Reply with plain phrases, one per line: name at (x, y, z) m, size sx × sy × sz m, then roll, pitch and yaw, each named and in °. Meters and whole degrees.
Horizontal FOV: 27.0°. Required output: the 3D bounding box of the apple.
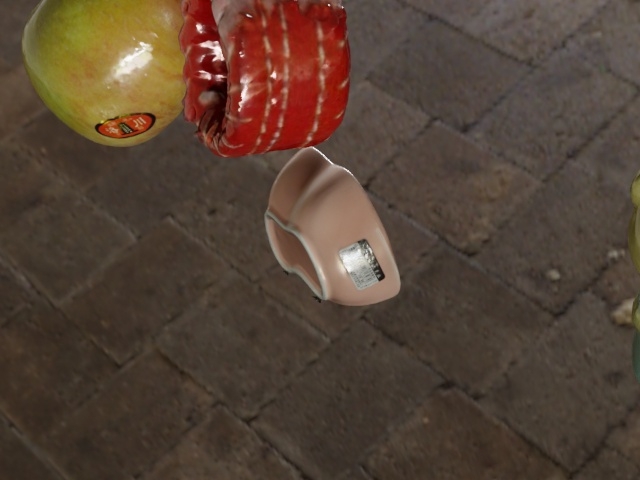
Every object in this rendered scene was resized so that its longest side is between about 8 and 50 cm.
apple at (-0.213, -0.228, 1.463) m, size 0.261 × 0.194 × 0.261 m, roll -51°, pitch 14°, yaw 18°

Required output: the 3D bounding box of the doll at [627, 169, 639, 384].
doll at (0.366, 0.036, 1.208) m, size 0.177 × 0.261 × 0.161 m, roll 10°, pitch 43°, yaw 19°

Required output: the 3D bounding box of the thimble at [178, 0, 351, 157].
thimble at (-0.053, -0.172, 1.229) m, size 0.125 × 0.189 × 0.163 m, roll -10°, pitch 37°, yaw -20°

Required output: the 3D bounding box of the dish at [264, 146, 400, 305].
dish at (0.000, 0.000, 1.614) m, size 0.090 × 0.213 × 0.213 m, roll -30°, pitch 47°, yaw -18°
